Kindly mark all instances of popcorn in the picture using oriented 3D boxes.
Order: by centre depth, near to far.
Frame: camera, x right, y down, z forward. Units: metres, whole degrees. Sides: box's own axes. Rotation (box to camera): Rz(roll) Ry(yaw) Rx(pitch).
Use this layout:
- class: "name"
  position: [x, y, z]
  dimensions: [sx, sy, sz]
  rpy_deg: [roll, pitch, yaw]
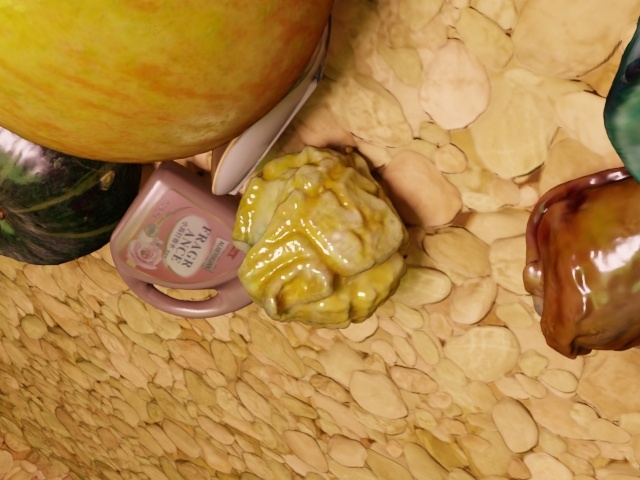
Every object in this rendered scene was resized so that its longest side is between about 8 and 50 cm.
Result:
- class: "popcorn"
  position: [-0.001, 0.001, 0.811]
  dimensions: [0.188, 0.167, 0.185]
  rpy_deg: [59, -178, 37]

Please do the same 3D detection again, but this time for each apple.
- class: "apple"
  position: [-0.158, -0.224, 0.580]
  dimensions: [0.339, 0.339, 0.340]
  rpy_deg: [24, 138, 23]

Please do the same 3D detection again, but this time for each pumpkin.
- class: "pumpkin"
  position: [-0.366, -0.105, 0.990]
  dimensions: [0.300, 0.207, 0.300]
  rpy_deg: [15, 137, 15]

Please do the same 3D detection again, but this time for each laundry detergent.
- class: "laundry detergent"
  position: [-0.136, 0.029, 0.959]
  dimensions: [0.237, 0.076, 0.171]
  rpy_deg: [36, 108, -15]

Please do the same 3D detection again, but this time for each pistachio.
- class: "pistachio"
  position: [0.245, 0.017, 0.631]
  dimensions: [0.165, 0.130, 0.210]
  rpy_deg: [41, 134, 8]

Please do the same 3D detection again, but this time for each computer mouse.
- class: "computer mouse"
  position: [-0.063, -0.137, 0.772]
  dimensions: [0.056, 0.126, 0.245]
  rpy_deg: [18, 148, -21]

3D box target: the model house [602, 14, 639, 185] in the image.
- class: "model house"
  position: [0.312, -0.141, 0.313]
  dimensions: [0.294, 0.330, 0.252]
  rpy_deg: [26, 169, -1]
